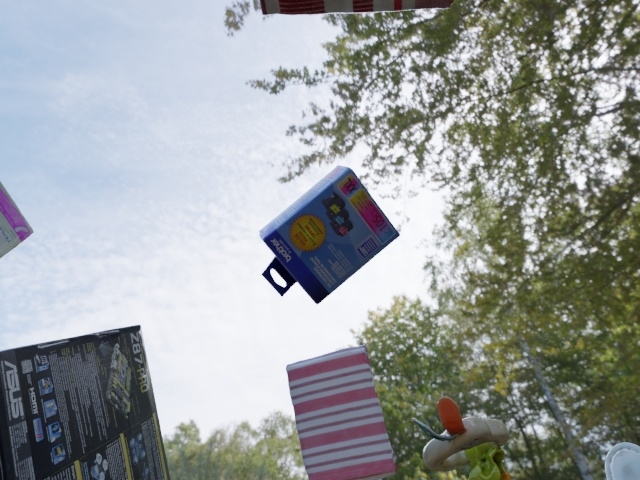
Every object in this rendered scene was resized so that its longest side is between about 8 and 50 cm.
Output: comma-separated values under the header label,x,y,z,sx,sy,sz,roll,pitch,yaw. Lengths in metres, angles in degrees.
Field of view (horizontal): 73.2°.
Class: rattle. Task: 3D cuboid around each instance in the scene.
label,x,y,z,sx,sy,sz,roll,pitch,yaw
rattle,0.198,0.300,0.557,0.130,0.142,0.199,-10,-37,14

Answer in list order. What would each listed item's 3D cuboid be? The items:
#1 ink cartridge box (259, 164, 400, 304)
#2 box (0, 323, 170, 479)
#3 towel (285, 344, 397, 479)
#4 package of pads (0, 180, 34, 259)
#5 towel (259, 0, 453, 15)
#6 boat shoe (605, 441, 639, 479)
label,x,y,z,sx,sy,sz,roll,pitch,yaw
ink cartridge box,0.000,0.000,1.314,0.395,0.151,0.270,-40,-74,-1
box,-0.339,0.333,0.610,0.097,0.395,0.318,-15,-6,9
towel,0.029,0.277,0.682,0.144,0.197,0.029,-17,-16,14
package of pads,-0.916,-0.034,1.110,0.101,0.296,0.229,-12,-63,10
towel,0.044,-0.472,0.654,0.329,0.037,0.237,4,-41,13
boat shoe,0.549,0.439,0.597,0.097,0.324,0.116,20,-68,-23
